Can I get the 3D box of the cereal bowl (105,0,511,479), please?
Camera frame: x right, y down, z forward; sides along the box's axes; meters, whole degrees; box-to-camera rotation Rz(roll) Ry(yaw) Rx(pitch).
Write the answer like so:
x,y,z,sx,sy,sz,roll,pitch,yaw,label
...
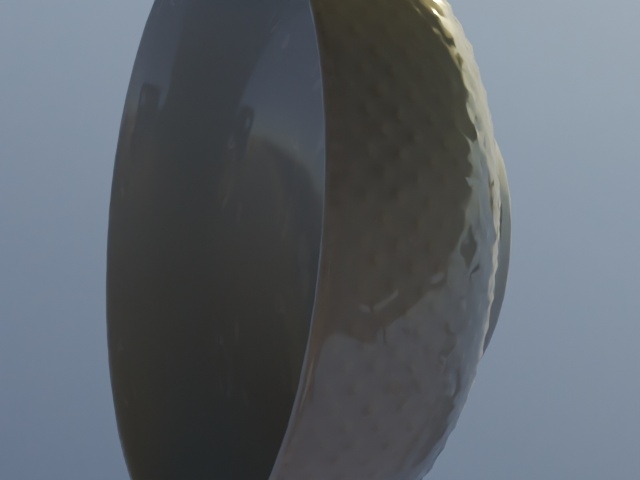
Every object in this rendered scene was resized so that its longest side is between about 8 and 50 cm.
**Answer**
x,y,z,sx,sy,sz,roll,pitch,yaw,label
0.000,0.000,0.994,0.141,0.339,0.339,4,-149,-24,cereal bowl
